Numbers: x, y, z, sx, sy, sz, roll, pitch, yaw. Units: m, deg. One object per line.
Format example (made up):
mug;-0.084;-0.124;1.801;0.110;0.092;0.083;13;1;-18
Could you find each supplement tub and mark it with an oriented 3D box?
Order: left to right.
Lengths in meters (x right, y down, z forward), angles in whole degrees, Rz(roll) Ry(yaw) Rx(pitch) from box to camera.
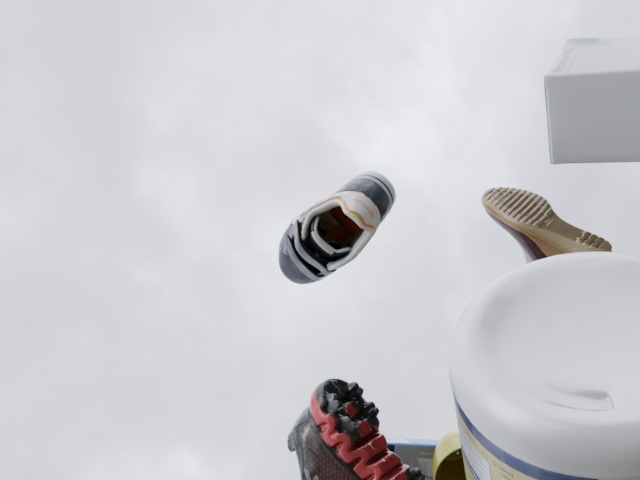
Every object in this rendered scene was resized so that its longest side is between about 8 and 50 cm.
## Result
supplement tub;0.239;0.193;0.724;0.228;0.228;0.316;-26;-52;-17

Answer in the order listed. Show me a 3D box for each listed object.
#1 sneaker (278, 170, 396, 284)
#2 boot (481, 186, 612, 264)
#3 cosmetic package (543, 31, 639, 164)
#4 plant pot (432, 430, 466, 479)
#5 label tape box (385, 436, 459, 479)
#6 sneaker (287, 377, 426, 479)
sneaker;0.000;0.000;1.503;0.126;0.321;0.127;42;-136;-2
boot;0.351;0.043;1.352;0.090;0.248;0.207;-29;-43;-30
cosmetic package;0.536;-0.217;1.238;0.197;0.365;0.155;-52;-43;-51
plant pot;0.277;0.434;1.655;0.134;0.095;0.134;-4;-67;-9
label tape box;0.163;0.588;1.727;0.249;0.115;0.348;6;-100;-15
sneaker;0.054;0.309;1.011;0.135;0.276;0.097;-46;-20;27
